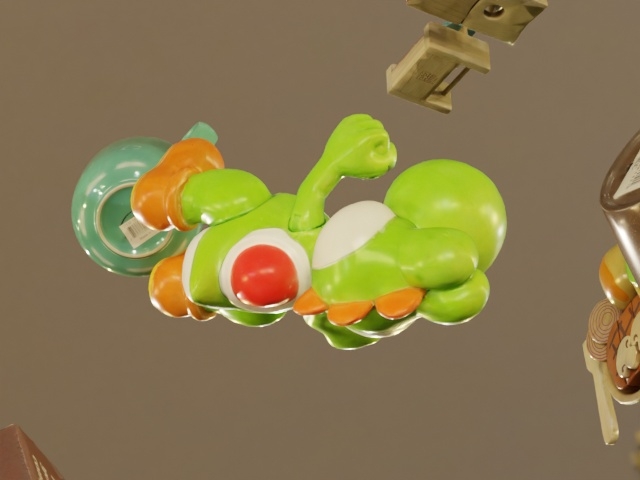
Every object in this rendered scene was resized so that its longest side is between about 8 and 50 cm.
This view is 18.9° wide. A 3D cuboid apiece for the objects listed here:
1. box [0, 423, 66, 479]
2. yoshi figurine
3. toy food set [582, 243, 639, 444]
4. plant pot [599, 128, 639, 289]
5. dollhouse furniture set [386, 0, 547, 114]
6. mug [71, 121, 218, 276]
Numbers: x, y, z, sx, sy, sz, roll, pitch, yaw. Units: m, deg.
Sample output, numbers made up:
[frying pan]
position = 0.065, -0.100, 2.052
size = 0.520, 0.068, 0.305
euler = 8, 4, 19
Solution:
[box]
position = -0.166, 0.221, 0.821
size = 0.203, 0.168, 0.167
euler = -28, -38, 0
[yoshi figurine]
position = 0.018, -0.003, 1.695
size = 0.362, 0.203, 0.203
euler = 8, -15, 40
[toy food set]
position = 0.243, 0.064, 1.522
size = 0.038, 0.132, 0.192
euler = 10, -45, -16
[plant pot]
position = 0.282, 0.019, 1.148
size = 0.230, 0.215, 0.215
euler = 42, -48, -14
[dollhouse furniture set]
position = 0.120, -0.247, 1.944
size = 0.129, 0.129, 0.183
euler = 18, -41, -24
[mug]
position = -0.174, -0.043, 1.863
size = 0.129, 0.157, 0.097
euler = 9, 13, -4
